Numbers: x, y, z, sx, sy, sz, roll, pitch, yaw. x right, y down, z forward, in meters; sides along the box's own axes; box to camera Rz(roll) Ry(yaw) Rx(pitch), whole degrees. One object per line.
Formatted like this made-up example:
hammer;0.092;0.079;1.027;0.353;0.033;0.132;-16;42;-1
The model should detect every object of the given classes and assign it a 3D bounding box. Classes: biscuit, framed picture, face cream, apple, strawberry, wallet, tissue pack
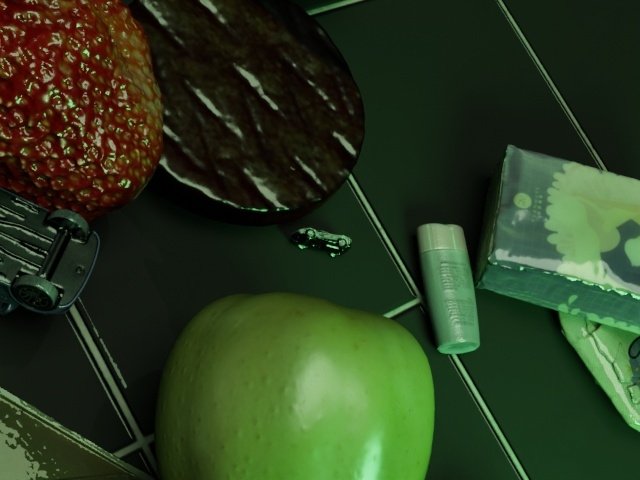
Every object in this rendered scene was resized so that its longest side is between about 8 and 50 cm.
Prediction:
biscuit;-0.127;-0.204;1.626;0.407;0.091;0.407;13;61;-24
framed picture;-0.328;0.310;1.321;0.250;0.016;0.184;33;56;-11
face cream;0.194;0.071;1.682;0.084;0.057;0.198;6;63;-25
apple;-0.030;0.231;1.326;0.357;0.357;0.357;11;62;-23
strawberry;-0.345;-0.189;1.388;0.351;0.267;0.312;46;75;-3
wallet;0.524;0.158;1.802;0.275;0.068;0.335;-28;80;-34
tissue pack;0.427;0.005;1.738;0.343;0.125;0.242;15;55;-1

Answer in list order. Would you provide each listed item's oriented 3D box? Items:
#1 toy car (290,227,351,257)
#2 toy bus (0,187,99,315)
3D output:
toy car;0.000;0.000;1.623;0.093;0.041;0.025;16;57;-22
toy bus;-0.426;-0.001;1.347;0.292;0.133;0.125;26;52;-12
